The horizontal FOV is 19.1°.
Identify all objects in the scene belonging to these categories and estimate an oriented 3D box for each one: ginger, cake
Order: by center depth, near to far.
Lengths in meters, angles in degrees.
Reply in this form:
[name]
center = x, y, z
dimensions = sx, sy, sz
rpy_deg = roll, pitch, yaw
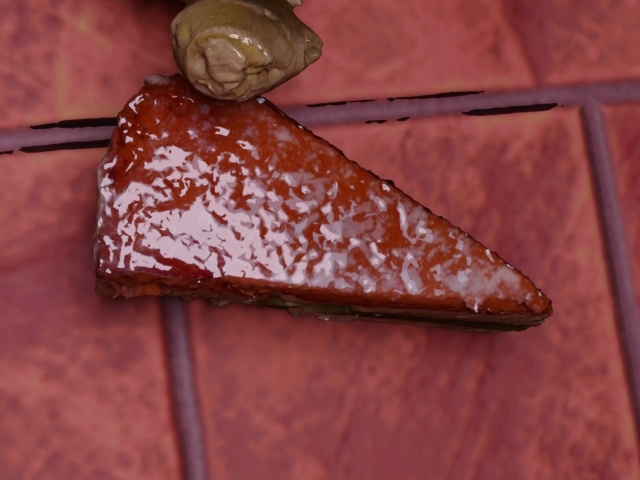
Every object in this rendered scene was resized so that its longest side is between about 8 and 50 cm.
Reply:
[ginger]
center = -0.066, -0.128, 0.895
dimensions = 0.133, 0.214, 0.059
rpy_deg = 25, 117, -15
[cake]
center = -0.001, -0.020, 0.918
dimensions = 0.221, 0.086, 0.116
rpy_deg = 4, 79, -12
